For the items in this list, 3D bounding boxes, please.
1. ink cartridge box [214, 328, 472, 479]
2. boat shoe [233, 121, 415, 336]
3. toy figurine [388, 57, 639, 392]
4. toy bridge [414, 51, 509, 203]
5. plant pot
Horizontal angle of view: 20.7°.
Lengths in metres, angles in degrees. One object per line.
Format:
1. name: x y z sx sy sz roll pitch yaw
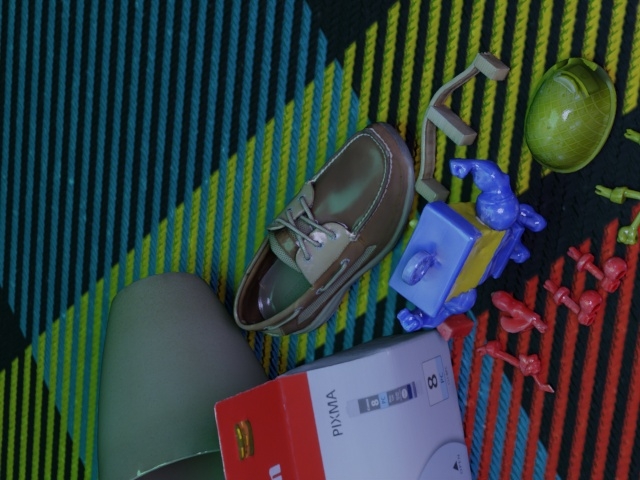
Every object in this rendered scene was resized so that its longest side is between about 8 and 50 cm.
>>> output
1. ink cartridge box: 0.044 0.276 1.862 0.091 0.385 0.308 -8 93 29
2. boat shoe: 0.000 0.000 2.031 0.123 0.116 0.324 48 128 25
3. toy figurine: 0.180 0.004 1.792 0.191 0.217 0.362 45 127 27
4. toy bridge: 0.143 -0.128 1.931 0.063 0.026 0.188 45 126 30
5. plant pot: -0.170 0.187 2.173 0.256 0.256 0.274 -41 54 41
